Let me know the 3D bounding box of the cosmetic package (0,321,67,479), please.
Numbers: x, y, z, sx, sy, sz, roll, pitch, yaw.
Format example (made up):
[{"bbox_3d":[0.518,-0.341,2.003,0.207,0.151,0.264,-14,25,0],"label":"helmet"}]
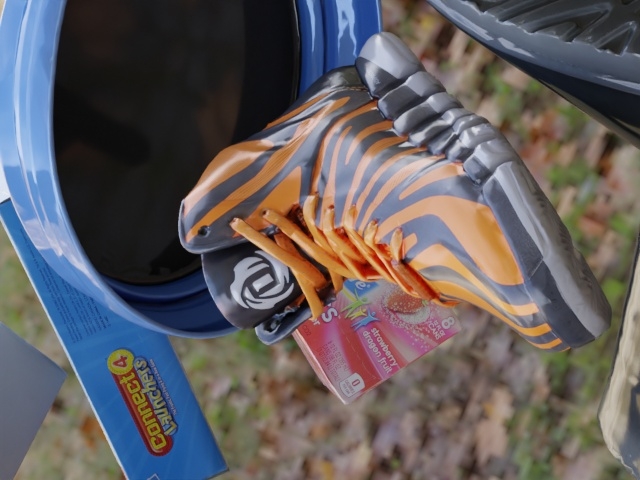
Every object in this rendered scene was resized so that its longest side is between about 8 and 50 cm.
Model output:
[{"bbox_3d":[-0.342,0.190,1.739,0.127,0.107,0.238,4,56,47],"label":"cosmetic package"}]

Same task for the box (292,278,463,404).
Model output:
[{"bbox_3d":[0.000,0.000,2.029,0.154,0.300,0.142,-33,8,-5],"label":"box"}]

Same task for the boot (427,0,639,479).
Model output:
[{"bbox_3d":[0.212,-0.014,1.206,0.146,0.367,0.445,-48,-28,-22],"label":"boot"}]

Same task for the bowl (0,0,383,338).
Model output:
[{"bbox_3d":[-0.094,-0.123,1.478,0.077,0.391,0.391,10,73,36],"label":"bowl"}]

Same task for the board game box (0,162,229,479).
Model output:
[{"bbox_3d":[-0.205,0.041,1.749,0.086,0.308,0.302,-25,21,-7],"label":"board game box"}]

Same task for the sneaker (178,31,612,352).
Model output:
[{"bbox_3d":[0.032,0.009,1.090,0.180,0.124,0.321,-35,28,-1],"label":"sneaker"}]
